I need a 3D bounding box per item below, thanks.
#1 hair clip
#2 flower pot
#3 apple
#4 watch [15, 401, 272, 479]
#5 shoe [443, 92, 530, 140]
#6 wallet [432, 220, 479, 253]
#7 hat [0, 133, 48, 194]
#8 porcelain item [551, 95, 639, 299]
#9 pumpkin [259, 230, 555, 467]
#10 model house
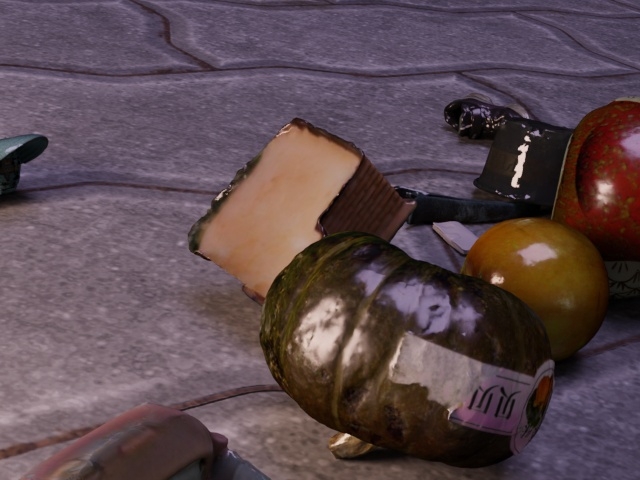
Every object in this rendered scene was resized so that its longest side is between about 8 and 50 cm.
[{"bbox_3d":[0.202,-0.040,1.545,0.229,0.039,0.070,3,21,-25],"label":"hair clip"},{"bbox_3d":[0.298,-0.113,1.614,0.157,0.106,0.157,8,12,-2],"label":"flower pot"},{"bbox_3d":[0.212,0.048,1.204,0.147,0.146,0.163,-8,31,-26],"label":"apple"},{"bbox_3d":[-0.076,0.235,0.675,0.241,0.161,0.253,28,29,21],"label":"watch"},{"bbox_3d":[0.255,-0.188,1.856,0.099,0.071,0.169,-11,27,-34],"label":"shoe"},{"bbox_3d":[0.178,-0.003,1.470,0.044,0.011,0.083,-3,27,-25],"label":"wallet"},{"bbox_3d":[-0.407,-0.078,1.354,0.191,0.078,0.138,-2,10,22],"label":"hat"},{"bbox_3d":[0.391,-0.044,1.357,0.253,0.253,0.253,8,23,-3],"label":"porcelain item"},{"bbox_3d":[0.065,0.105,0.983,0.260,0.189,0.260,25,-1,1],"label":"pumpkin"},{"bbox_3d":[0.000,0.000,1.212,0.166,0.183,0.172,31,-7,45],"label":"model house"}]
